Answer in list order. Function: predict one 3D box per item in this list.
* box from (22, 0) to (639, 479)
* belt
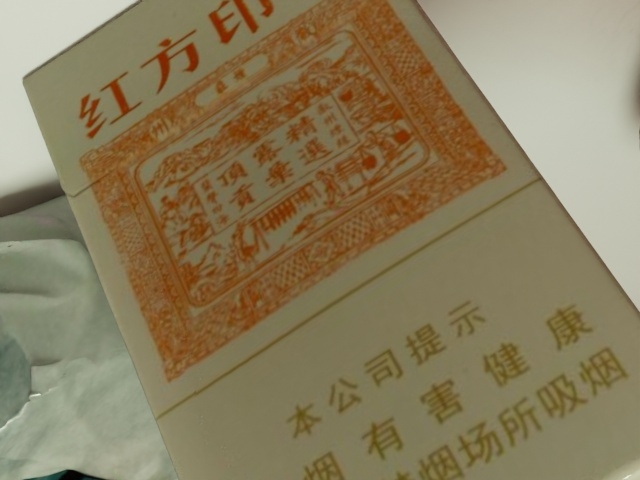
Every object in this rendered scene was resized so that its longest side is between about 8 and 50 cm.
[{"bbox_3d":[0.000,-0.001,0.604,0.204,0.365,0.051,-33,144,6],"label":"box"},{"bbox_3d":[-0.100,0.135,0.873,0.300,0.173,0.436,-40,148,1],"label":"belt"}]
